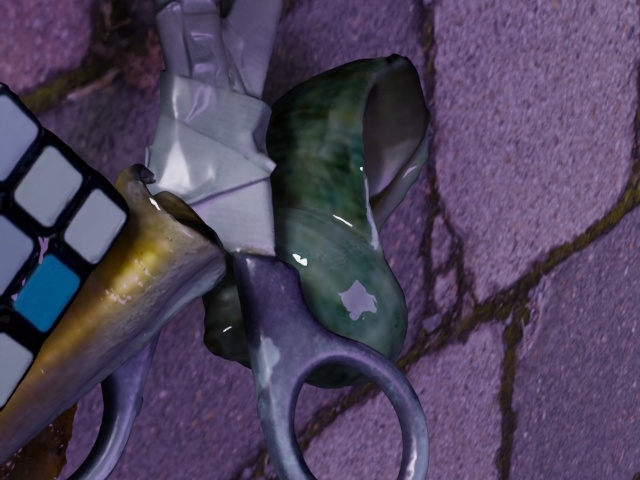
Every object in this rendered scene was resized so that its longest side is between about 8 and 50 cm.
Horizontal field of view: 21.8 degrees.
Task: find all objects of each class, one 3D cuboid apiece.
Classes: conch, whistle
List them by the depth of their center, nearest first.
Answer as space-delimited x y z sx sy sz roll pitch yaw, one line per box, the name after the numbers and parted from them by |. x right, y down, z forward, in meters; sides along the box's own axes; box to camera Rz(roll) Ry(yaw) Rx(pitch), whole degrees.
-0.178 0.092 0.761 0.326 0.068 0.057 -42 178 9 | whistle
-0.002 -0.003 0.962 0.176 0.122 0.188 111 -11 -52 | conch

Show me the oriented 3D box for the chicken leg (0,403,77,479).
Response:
-0.159 0.071 0.880 0.101 0.085 0.207 46 62 -36 | chicken leg

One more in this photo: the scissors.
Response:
-0.052 -0.041 0.861 0.256 0.029 0.383 7 81 -20 | scissors

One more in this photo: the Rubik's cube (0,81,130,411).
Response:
-0.224 -0.008 0.664 0.187 0.182 0.184 -58 143 -13 | Rubik's cube
